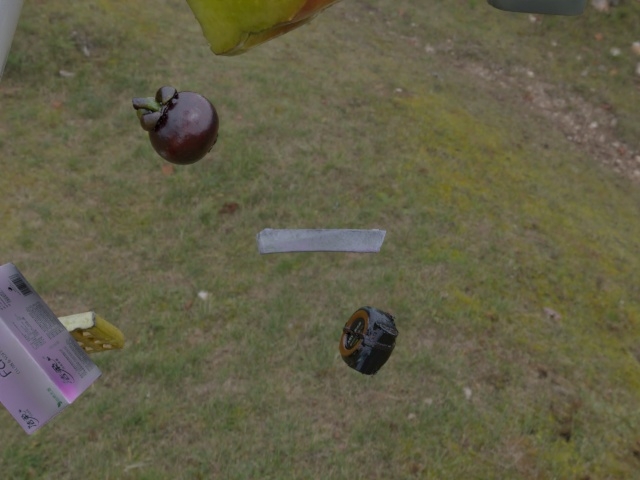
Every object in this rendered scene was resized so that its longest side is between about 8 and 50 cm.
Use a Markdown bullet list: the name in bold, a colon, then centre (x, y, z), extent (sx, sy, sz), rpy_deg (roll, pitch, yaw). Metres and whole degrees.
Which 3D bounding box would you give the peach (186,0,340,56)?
- **peach**: centre (-0.069, -0.420, 0.717), extent (0.242, 0.380, 0.306), rpy_deg (-19, 21, 33)

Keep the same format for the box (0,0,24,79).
- **box**: centre (-0.435, -0.198, 0.678), extent (0.288, 0.141, 0.349), rpy_deg (-4, 64, 17)

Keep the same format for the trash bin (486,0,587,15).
- **trash bin**: centre (0.383, -0.531, 1.183), extent (0.219, 0.250, 0.220), rpy_deg (6, 32, 3)

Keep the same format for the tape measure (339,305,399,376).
- **tape measure**: centre (0.153, 0.314, 2.189), extent (0.135, 0.202, 0.223), rpy_deg (25, 14, -20)

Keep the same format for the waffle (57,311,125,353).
- **waffle**: centre (-0.689, 0.265, 1.900), extent (0.247, 0.221, 0.055), rpy_deg (-10, 66, 2)

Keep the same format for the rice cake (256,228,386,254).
- **rice cake**: centre (0.000, 0.000, 1.852), extent (0.364, 0.073, 0.056), rpy_deg (-2, 0, 17)

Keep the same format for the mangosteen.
- **mangosteen**: centre (-0.415, -0.335, 1.965), extent (0.257, 0.215, 0.215), rpy_deg (28, 32, -22)

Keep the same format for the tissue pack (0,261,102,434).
- **tissue pack**: centre (-0.480, 0.166, 1.103), extent (0.246, 0.092, 0.148), rpy_deg (53, 6, -5)
